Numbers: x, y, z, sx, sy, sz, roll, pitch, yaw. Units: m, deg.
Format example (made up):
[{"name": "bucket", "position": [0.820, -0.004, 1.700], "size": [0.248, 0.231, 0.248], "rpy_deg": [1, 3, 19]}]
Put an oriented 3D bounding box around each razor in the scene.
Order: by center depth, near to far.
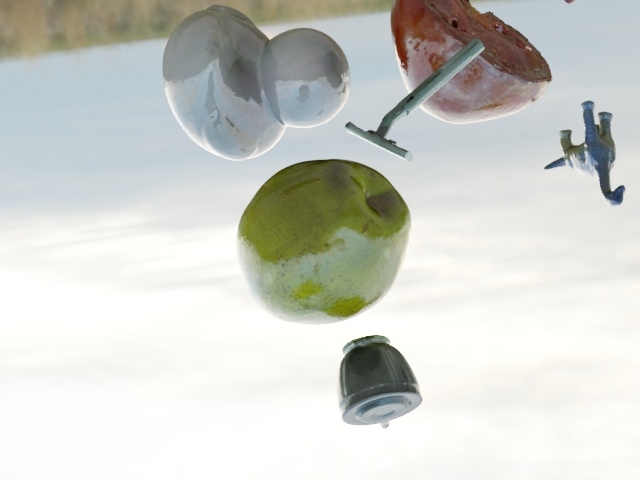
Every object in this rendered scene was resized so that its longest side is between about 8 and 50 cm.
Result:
[{"name": "razor", "position": [0.123, -0.172, 1.680], "size": [0.084, 0.036, 0.211], "rpy_deg": [28, -124, 25]}]

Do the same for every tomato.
[{"name": "tomato", "position": [0.175, -0.230, 1.911], "size": [0.233, 0.139, 0.200], "rpy_deg": [33, -156, -7]}]

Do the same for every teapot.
[{"name": "teapot", "position": [0.053, 0.155, 1.626], "size": [0.092, 0.090, 0.124], "rpy_deg": [-1, 152, -24]}]

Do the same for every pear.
[{"name": "pear", "position": [-0.001, 0.000, 1.605], "size": [0.198, 0.198, 0.198], "rpy_deg": [-7, -171, 1]}]

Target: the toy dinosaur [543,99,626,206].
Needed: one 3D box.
[{"name": "toy dinosaur", "position": [0.406, -0.099, 2.248], "size": [0.075, 0.188, 0.247], "rpy_deg": [9, 158, -14]}]

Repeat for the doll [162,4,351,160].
[{"name": "doll", "position": [-0.076, -0.214, 1.940], "size": [0.221, 0.221, 0.251], "rpy_deg": [1, 161, 39]}]

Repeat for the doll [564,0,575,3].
[{"name": "doll", "position": [0.240, -0.312, 1.036], "size": [0.188, 0.099, 0.384], "rpy_deg": [26, 144, -15]}]
